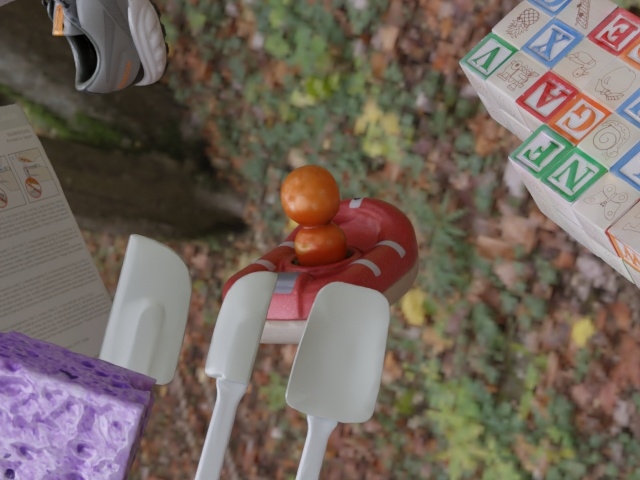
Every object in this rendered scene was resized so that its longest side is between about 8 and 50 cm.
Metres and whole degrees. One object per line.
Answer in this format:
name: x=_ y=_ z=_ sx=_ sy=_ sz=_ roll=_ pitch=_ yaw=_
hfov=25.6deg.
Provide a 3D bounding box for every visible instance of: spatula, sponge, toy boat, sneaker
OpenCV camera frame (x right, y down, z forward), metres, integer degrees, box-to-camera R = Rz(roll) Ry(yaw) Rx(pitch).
spatula: x=-0.061 y=0.132 z=0.847 sx=0.019 sy=0.168 sz=0.242 roll=-161 pitch=85 yaw=-79
sponge: x=-0.150 y=0.134 z=0.567 sx=0.031 sy=0.117 sz=0.210 roll=-72 pitch=1 yaw=-72
toy boat: x=0.000 y=0.000 z=1.362 sx=0.231 sy=0.151 sz=0.151 roll=-35 pitch=-60 yaw=-59
sneaker: x=-0.245 y=-0.279 z=1.473 sx=0.100 sy=0.108 sz=0.271 roll=17 pitch=128 yaw=54

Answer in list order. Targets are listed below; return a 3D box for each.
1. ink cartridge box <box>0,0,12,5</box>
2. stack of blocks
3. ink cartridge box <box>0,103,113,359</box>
ink cartridge box: x=-0.229 y=-0.305 z=0.985 sx=0.330 sy=0.071 sz=0.324 roll=-34 pitch=-25 yaw=-35
stack of blocks: x=0.250 y=-0.094 z=1.210 sx=0.171 sy=0.087 sz=0.297 roll=-42 pitch=46 yaw=-3
ink cartridge box: x=-0.200 y=0.014 z=0.844 sx=0.045 sy=0.179 sz=0.145 roll=-27 pitch=-1 yaw=29
